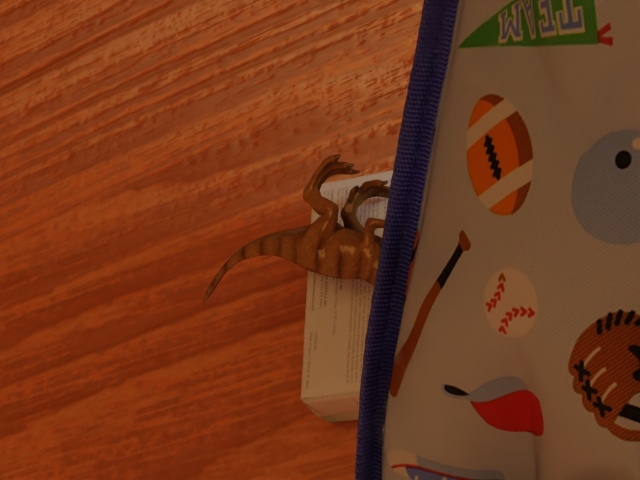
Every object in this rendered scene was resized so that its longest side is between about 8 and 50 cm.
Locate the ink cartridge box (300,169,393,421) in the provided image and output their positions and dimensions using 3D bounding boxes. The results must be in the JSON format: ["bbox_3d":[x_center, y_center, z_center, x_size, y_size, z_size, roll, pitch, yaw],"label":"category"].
[{"bbox_3d":[0.096,0.029,0.999,0.225,0.056,0.181,-9,62,25],"label":"ink cartridge box"}]

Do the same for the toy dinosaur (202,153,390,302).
[{"bbox_3d":[0.000,0.000,0.998,0.211,0.064,0.112,9,72,34],"label":"toy dinosaur"}]

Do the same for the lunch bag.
[{"bbox_3d":[0.202,0.038,0.662,0.239,0.328,0.385,29,112,47],"label":"lunch bag"}]
